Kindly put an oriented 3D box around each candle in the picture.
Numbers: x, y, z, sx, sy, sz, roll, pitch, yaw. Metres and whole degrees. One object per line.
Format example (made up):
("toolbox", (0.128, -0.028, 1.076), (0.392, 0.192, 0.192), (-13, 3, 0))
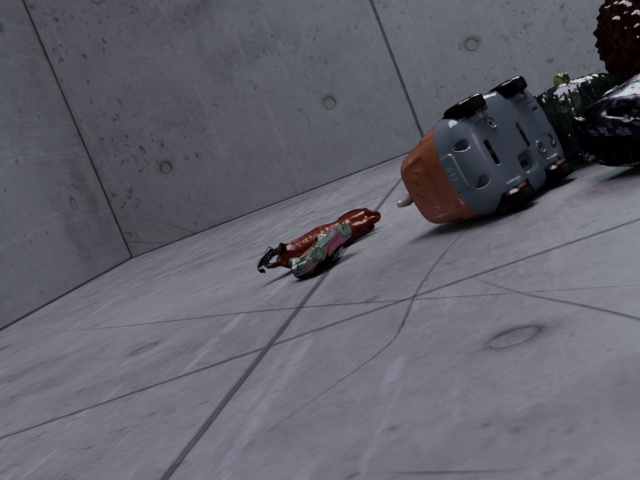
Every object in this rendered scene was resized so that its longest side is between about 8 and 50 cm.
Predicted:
("candle", (0.000, 0.000, 1.753), (0.302, 0.059, 0.084), (-24, -6, -35))

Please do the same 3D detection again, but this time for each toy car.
("toy car", (0.248, -0.126, 1.508), (0.270, 0.180, 0.212), (-29, 0, -44))
("toy car", (0.005, 0.018, 1.594), (0.069, 0.055, 0.142), (-27, 11, 45))

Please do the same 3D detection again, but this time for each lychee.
("lychee", (0.678, -0.392, 1.795), (0.306, 0.306, 0.330), (-19, 32, 19))

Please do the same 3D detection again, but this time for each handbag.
("handbag", (0.481, -0.179, 1.350), (0.208, 0.126, 0.229), (-24, 15, -25))

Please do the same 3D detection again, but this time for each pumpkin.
("pumpkin", (0.436, -0.215, 1.636), (0.212, 0.152, 0.211), (-16, -14, -4))
